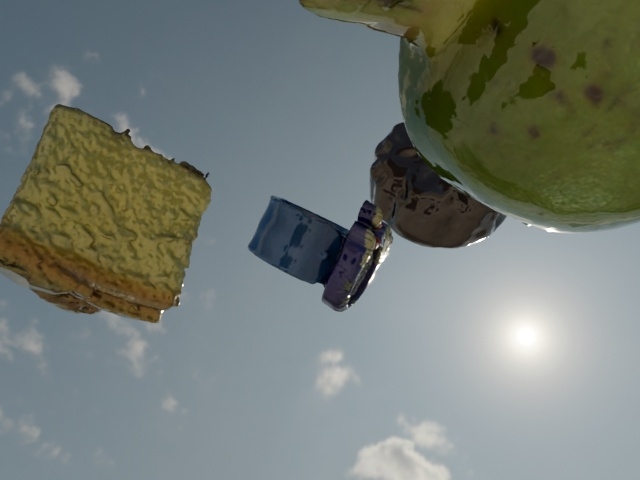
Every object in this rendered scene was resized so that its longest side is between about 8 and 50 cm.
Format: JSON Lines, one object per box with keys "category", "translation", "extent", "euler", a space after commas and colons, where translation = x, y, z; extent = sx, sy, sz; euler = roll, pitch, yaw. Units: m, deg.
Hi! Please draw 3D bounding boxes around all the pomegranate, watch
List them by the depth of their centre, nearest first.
{"category": "pomegranate", "translation": [0.146, -0.136, 0.434], "extent": [0.340, 0.261, 0.260], "euler": [6, -41, -32]}
{"category": "watch", "translation": [-0.004, 0.005, 1.111], "extent": [0.200, 0.171, 0.196], "euler": [25, -6, 12]}

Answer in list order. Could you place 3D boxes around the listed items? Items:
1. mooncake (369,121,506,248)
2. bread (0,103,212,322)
{"category": "mooncake", "translation": [0.232, -0.124, 1.298], "extent": [0.282, 0.283, 0.141], "euler": [11, -39, 13]}
{"category": "bread", "translation": [-0.174, -0.015, 0.544], "extent": [0.127, 0.147, 0.152], "euler": [12, -13, 19]}
